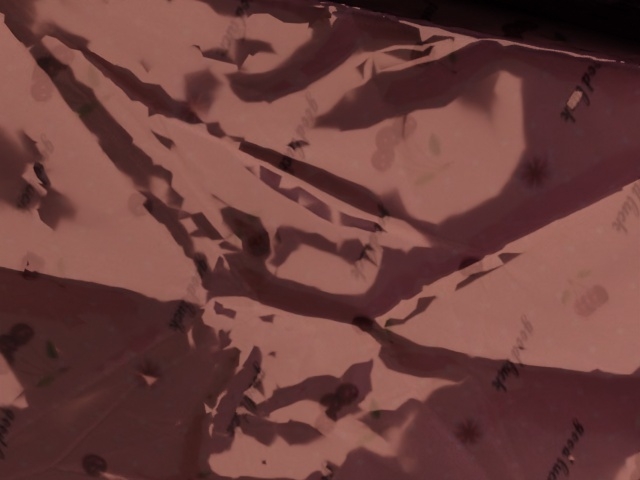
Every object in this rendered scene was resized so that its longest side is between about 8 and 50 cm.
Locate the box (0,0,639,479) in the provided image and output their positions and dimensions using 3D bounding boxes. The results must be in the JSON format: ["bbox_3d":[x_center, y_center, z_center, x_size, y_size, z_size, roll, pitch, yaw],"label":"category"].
[{"bbox_3d":[0.000,0.000,0.581,0.297,0.190,0.225,10,110,-4],"label":"box"}]
